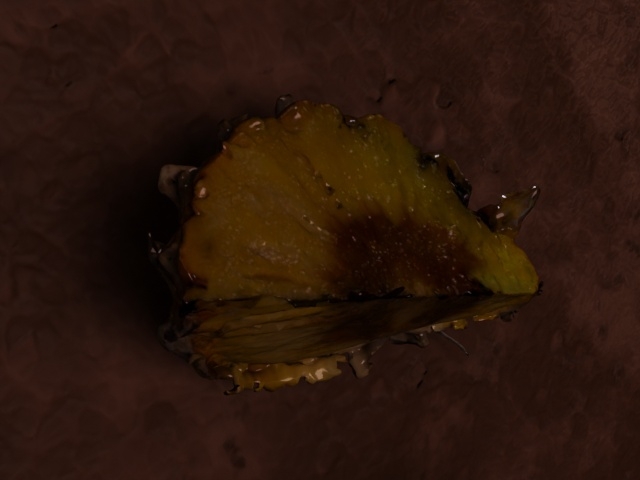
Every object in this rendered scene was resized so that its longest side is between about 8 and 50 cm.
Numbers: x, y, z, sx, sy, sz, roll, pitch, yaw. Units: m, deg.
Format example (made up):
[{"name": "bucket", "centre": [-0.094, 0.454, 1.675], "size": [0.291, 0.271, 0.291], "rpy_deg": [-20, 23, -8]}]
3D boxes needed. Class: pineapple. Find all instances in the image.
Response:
[{"name": "pineapple", "centre": [-0.004, 0.003, 0.713], "size": [0.335, 0.158, 0.161], "rpy_deg": [-6, 61, -40]}]
